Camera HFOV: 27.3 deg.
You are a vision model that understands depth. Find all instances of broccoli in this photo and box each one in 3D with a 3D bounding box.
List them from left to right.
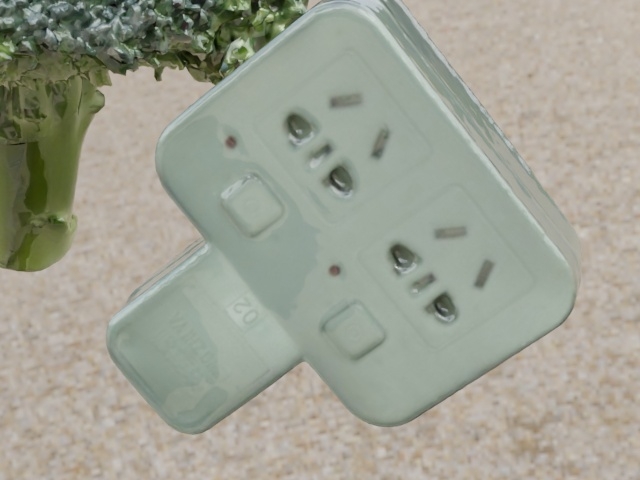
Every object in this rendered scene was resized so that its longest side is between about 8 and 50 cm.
[{"bbox_3d":[-0.261,-0.144,0.986,0.397,0.353,0.275,-30,21,46],"label":"broccoli"}]

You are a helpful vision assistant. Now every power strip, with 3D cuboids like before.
[{"bbox_3d":[0.000,0.000,0.818,0.261,0.229,0.141,-36,7,21],"label":"power strip"}]
